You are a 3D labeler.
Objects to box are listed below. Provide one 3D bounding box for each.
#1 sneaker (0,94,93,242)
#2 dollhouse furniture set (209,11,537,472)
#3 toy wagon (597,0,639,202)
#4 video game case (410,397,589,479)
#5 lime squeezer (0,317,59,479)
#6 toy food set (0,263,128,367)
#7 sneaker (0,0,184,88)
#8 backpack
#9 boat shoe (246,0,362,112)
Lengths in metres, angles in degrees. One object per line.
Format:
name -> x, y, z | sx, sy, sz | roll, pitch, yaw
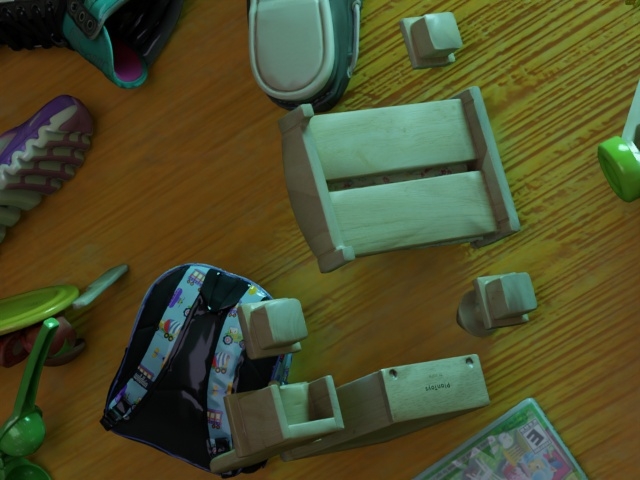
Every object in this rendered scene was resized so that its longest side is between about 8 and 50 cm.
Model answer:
sneaker -> -0.321, -0.062, 1.913 | 0.236, 0.095, 0.104 | -45, 67, 12
dollhouse furniture set -> 0.000, 0.000, 1.733 | 0.174, 0.303, 0.356 | -29, 73, 53
toy wagon -> 0.367, -0.097, 1.655 | 0.267, 0.068, 0.344 | -27, 56, -5
video game case -> 0.155, 0.277, 1.762 | 0.212, 0.023, 0.193 | -37, 76, 13
lime squeezer -> -0.266, 0.210, 1.859 | 0.110, 0.059, 0.310 | 23, 124, 54
toy food set -> -0.285, 0.096, 1.878 | 0.218, 0.128, 0.071 | -15, 102, 12
sneaker -> -0.243, -0.204, 1.882 | 0.295, 0.124, 0.178 | -35, 67, 12
backpack -> -0.098, 0.112, 1.809 | 0.158, 0.117, 0.173 | 19, 93, 19
boat shoe -> -0.016, -0.279, 1.832 | 0.112, 0.095, 0.335 | -1, 81, 17
